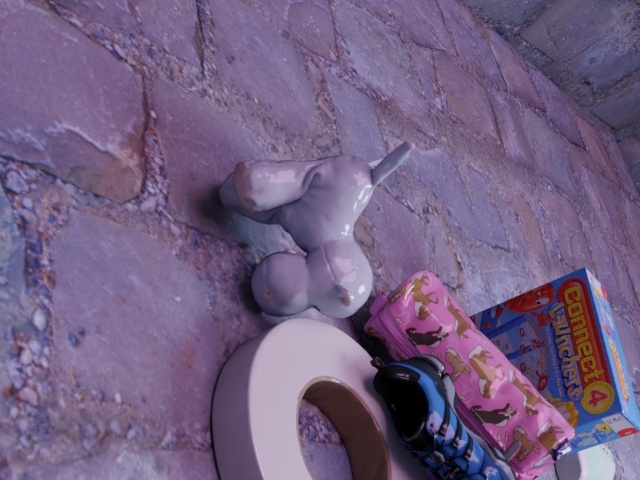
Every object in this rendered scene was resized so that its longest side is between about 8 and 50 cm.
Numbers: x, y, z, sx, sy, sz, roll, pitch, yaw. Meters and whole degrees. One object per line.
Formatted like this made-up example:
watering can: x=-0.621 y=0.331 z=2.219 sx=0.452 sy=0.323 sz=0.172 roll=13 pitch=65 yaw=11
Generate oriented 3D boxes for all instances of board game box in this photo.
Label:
board game box: x=0.396 y=0.243 z=1.673 sx=0.086 sy=0.302 sz=0.308 roll=38 pitch=36 yaw=-38

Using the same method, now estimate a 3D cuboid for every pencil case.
pencil case: x=0.239 y=0.227 z=1.512 sx=0.386 sy=0.160 sz=0.167 roll=50 pitch=-8 yaw=15

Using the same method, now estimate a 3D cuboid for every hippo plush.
hippo plush: x=0.000 y=0.000 z=1.380 sx=0.234 sy=0.294 sz=0.237 roll=68 pitch=16 yaw=-86

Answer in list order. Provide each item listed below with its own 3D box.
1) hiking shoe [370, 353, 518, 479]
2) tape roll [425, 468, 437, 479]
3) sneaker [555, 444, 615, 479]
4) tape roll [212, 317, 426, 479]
hiking shoe: x=0.173 y=0.306 z=1.331 sx=0.132 sy=0.113 sz=0.304 roll=4 pitch=45 yaw=-49
tape roll: x=0.213 y=0.438 z=1.448 sx=0.189 sy=0.080 sz=0.189 roll=38 pitch=35 yaw=-34
sneaker: x=0.566 y=0.420 z=1.991 sx=0.151 sy=0.094 sz=0.256 roll=25 pitch=54 yaw=-38
tape roll: x=0.010 y=0.297 z=1.269 sx=0.392 sy=0.072 sz=0.392 roll=37 pitch=38 yaw=-35
